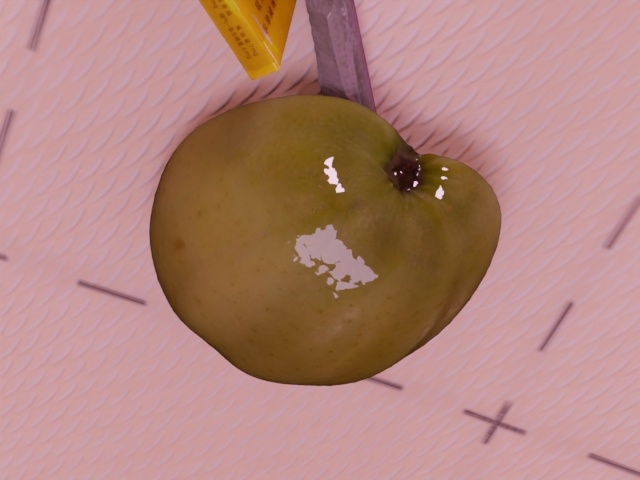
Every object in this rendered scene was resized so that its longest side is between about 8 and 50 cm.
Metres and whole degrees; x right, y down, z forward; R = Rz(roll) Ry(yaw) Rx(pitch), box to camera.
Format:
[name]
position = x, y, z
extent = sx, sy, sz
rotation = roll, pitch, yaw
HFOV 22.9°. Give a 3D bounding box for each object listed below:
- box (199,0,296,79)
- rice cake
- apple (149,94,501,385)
[box]
position = -0.109, -0.302, 1.528
extent = 0.043, 0.152, 0.269
rotation = -20, 124, 23
[rice cake]
position = 0.026, -0.186, 1.675
extent = 0.055, 0.049, 0.270
rotation = 10, 134, 29
[apple]
position = 0.000, 0.000, 1.770
extent = 0.320, 0.311, 0.360
rotation = -12, 161, -41
